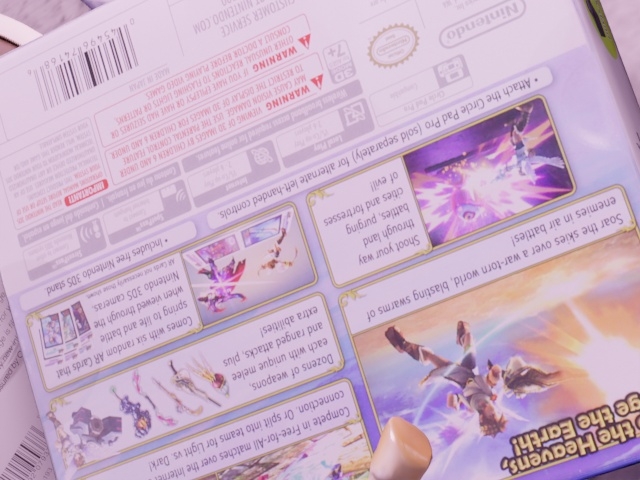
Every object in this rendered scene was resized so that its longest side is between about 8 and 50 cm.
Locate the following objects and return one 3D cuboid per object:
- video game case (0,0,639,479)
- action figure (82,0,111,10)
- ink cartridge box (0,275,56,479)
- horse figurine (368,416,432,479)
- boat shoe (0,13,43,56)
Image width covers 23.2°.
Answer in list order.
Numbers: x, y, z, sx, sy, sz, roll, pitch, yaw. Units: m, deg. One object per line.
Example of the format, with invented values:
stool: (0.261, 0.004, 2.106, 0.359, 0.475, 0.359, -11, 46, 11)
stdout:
video game case: (0.000, 0.000, 0.620, 0.270, 0.061, 0.244, -22, 76, 21)
action figure: (-0.034, -0.165, 0.786, 0.285, 0.185, 0.099, -89, 13, -49)
ink cartridge box: (-0.156, 0.058, 0.710, 0.063, 0.150, 0.109, 7, 61, 49)
horse figurine: (0.037, 0.141, 0.266, 0.263, 0.066, 0.174, 21, 84, 59)
boat shoe: (-0.132, -0.036, 0.806, 0.324, 0.116, 0.096, 23, 70, 41)
